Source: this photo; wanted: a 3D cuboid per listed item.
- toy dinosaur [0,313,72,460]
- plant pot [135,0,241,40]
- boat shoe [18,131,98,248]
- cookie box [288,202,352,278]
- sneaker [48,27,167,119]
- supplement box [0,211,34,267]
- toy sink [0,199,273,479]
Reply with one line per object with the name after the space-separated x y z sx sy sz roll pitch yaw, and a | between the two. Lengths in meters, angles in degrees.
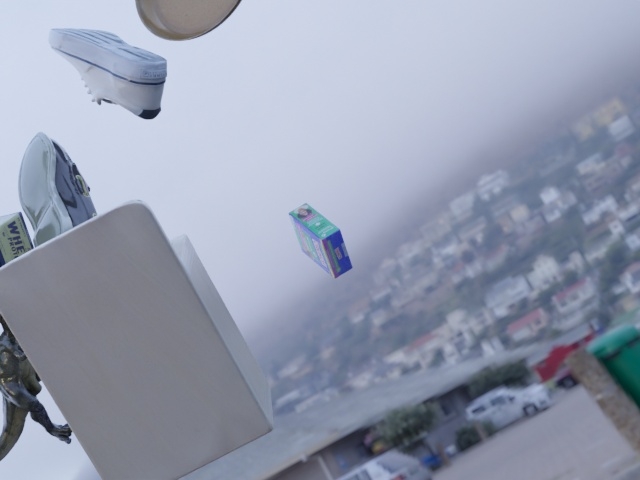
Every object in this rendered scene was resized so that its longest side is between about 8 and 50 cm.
-0.334 0.175 1.308 0.064 0.118 0.268 -68 -9 -64 | toy dinosaur
-0.197 -0.425 1.790 0.236 0.236 0.032 -33 -29 21 | plant pot
-0.319 -0.047 1.377 0.069 0.227 0.081 19 -58 -37 | boat shoe
0.000 0.000 1.877 0.040 0.107 0.092 -33 -49 -17 | cookie box
-0.307 -0.236 1.559 0.094 0.258 0.091 -7 -64 -39 | sneaker
-0.362 0.014 1.191 0.083 0.056 0.083 -13 15 11 | supplement box
-0.162 0.084 0.988 0.153 0.234 0.131 -28 13 2 | toy sink
